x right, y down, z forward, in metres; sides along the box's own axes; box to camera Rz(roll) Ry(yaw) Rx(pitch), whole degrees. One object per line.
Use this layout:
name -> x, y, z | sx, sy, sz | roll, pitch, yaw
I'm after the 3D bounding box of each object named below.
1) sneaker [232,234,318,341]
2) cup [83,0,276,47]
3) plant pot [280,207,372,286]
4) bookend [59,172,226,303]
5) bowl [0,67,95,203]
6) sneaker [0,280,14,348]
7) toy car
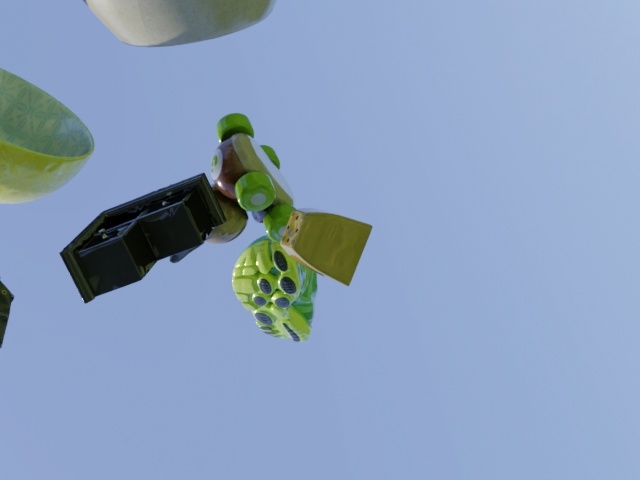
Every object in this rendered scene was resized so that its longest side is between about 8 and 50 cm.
sneaker -> -0.065, 0.055, 1.948 | 0.295, 0.109, 0.124 | 79, -159, -64
cup -> -0.154, -0.339, 1.323 | 0.331, 0.331, 0.237 | -54, -42, -59
plant pot -> 0.000, 0.000, 1.555 | 0.083, 0.081, 0.081 | 22, -91, -24
bookend -> -0.218, -0.005, 1.572 | 0.072, 0.156, 0.157 | 66, -162, -15
bowl -> -0.485, -0.134, 1.809 | 0.289, 0.156, 0.289 | 28, -162, -10
sneaker -> -0.423, 0.024, 1.520 | 0.118, 0.083, 0.222 | 7, -106, -13
toy car -> -0.142, -0.052, 1.739 | 0.149, 0.188, 0.155 | 49, -166, -45
